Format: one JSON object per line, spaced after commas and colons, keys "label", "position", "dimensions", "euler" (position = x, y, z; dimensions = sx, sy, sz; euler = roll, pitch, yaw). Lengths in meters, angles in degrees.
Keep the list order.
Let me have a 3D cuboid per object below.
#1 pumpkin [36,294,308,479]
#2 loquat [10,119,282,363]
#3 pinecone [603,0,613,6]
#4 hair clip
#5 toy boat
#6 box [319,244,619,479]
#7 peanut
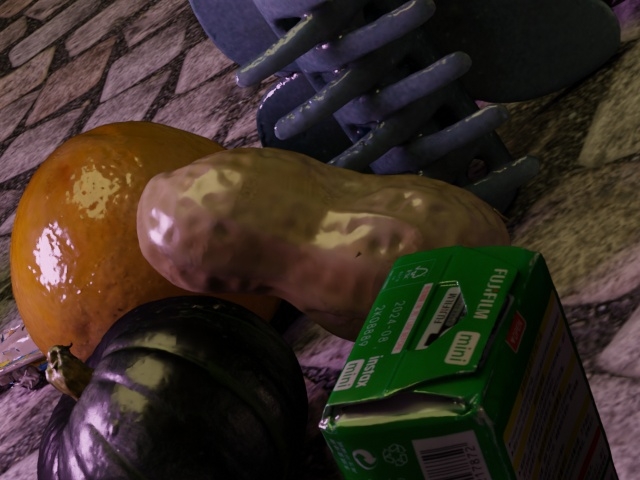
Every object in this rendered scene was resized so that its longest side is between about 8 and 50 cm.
{"label": "pumpkin", "position": [-0.133, 0.152, 1.515], "dimensions": [0.250, 0.216, 0.250], "euler": [-56, 8, 13]}
{"label": "loquat", "position": [-0.160, 0.024, 1.765], "dimensions": [0.275, 0.275, 0.275], "euler": [-31, 23, 14]}
{"label": "pinecone", "position": [0.238, -0.342, 1.901], "dimensions": [0.221, 0.221, 0.221], "euler": [-31, 23, 14]}
{"label": "hair clip", "position": [0.061, -0.154, 1.704], "dimensions": [0.392, 0.318, 0.238], "euler": [-29, 26, 14]}
{"label": "toy boat", "position": [-0.272, 0.100, 2.007], "dimensions": [0.210, 0.066, 0.084], "euler": [-26, 26, 23]}
{"label": "box", "position": [0.101, 0.144, 1.131], "dimensions": [0.103, 0.250, 0.180], "euler": [-6, 32, 26]}
{"label": "peanut", "position": [0.000, 0.000, 1.569], "dimensions": [0.149, 0.313, 0.149], "euler": [15, -90, -88]}
